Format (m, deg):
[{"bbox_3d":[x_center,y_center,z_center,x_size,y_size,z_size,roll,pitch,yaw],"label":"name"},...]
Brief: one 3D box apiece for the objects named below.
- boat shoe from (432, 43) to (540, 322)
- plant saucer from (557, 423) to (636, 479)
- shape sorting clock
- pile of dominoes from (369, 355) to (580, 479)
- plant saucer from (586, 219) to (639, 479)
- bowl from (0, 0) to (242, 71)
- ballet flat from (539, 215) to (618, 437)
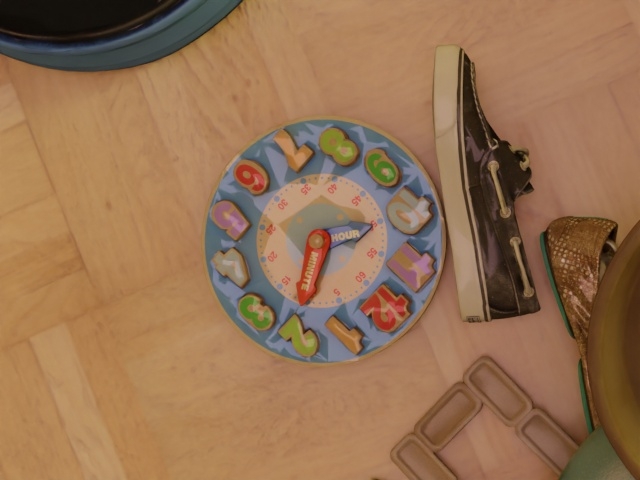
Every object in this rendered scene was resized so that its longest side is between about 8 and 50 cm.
[{"bbox_3d":[0.131,-0.047,0.876,0.070,0.078,0.219,-8,96,11],"label":"boat shoe"},{"bbox_3d":[0.317,0.250,0.819,0.317,0.044,0.318,0,94,-3],"label":"plant saucer"},{"bbox_3d":[0.000,0.000,0.913,0.206,0.040,0.206,0,90,10],"label":"shape sorting clock"},{"bbox_3d":[0.155,0.248,0.898,0.196,0.040,0.251,-46,74,7],"label":"pile of dominoes"},{"bbox_3d":[0.310,0.068,0.703,0.278,0.041,0.278,3,106,12],"label":"plant saucer"},{"bbox_3d":[-0.205,-0.333,0.904,0.391,0.077,0.391,1,99,9],"label":"bowl"},{"bbox_3d":[0.224,0.078,0.854,0.067,0.073,0.206,-16,88,27],"label":"ballet flat"}]
